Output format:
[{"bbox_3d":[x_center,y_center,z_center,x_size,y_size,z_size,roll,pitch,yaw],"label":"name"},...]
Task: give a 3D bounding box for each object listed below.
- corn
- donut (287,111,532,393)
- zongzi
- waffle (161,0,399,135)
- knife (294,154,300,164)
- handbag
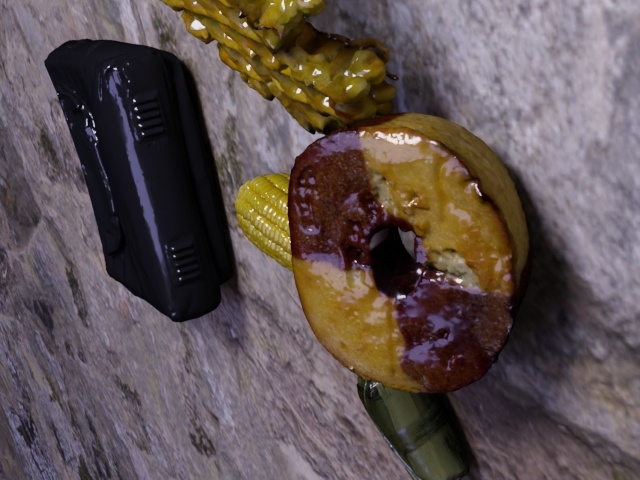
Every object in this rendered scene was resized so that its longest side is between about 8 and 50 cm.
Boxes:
[{"bbox_3d":[0.000,0.000,0.888,0.206,0.067,0.067,33,136,49],"label":"corn"},{"bbox_3d":[0.059,0.004,0.734,0.166,0.073,0.184,-1,116,36],"label":"donut"},{"bbox_3d":[0.065,0.142,0.896,0.104,0.052,0.113,63,165,0],"label":"zongzi"},{"bbox_3d":[-0.050,-0.150,0.767,0.231,0.051,0.228,37,176,7],"label":"waffle"},{"bbox_3d":[0.024,-0.060,0.867,0.170,0.010,0.023,2,116,58],"label":"knife"},{"bbox_3d":[-0.183,-0.068,1.152,0.244,0.088,0.275,18,127,59],"label":"handbag"}]
